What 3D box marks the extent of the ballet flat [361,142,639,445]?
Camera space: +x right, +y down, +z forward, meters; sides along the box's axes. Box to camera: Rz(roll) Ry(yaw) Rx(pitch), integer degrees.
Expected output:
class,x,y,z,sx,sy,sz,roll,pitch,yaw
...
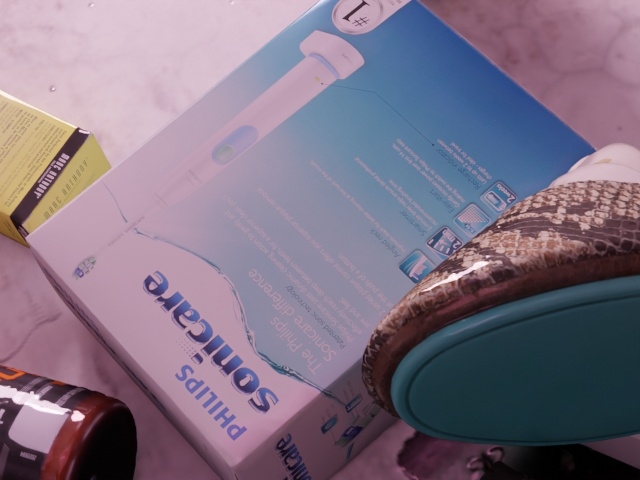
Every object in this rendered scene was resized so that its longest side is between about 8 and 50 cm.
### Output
class,x,y,z,sx,sy,sz,roll,pitch,yaw
ballet flat,0.246,0.021,0.921,0.483,0.164,0.182,0,47,-12

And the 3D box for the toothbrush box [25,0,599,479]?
class,x,y,z,sx,sy,sz,roll,pitch,yaw
toothbrush box,0.000,0.000,1.030,0.295,0.126,0.216,-41,63,-13

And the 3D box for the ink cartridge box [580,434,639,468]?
class,x,y,z,sx,sy,sz,roll,pitch,yaw
ink cartridge box,0.190,0.067,1.000,0.088,0.052,0.122,21,66,20

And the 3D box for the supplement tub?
class,x,y,z,sx,sy,sz,roll,pitch,yaw
supplement tub,-0.223,0.126,1.015,0.198,0.106,0.106,13,65,17

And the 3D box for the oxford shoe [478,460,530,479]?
class,x,y,z,sx,sy,sz,roll,pitch,yaw
oxford shoe,0.084,0.239,0.911,0.096,0.083,0.227,28,71,18

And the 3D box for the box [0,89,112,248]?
class,x,y,z,sx,sy,sz,roll,pitch,yaw
box,-0.269,-0.075,1.161,0.232,0.058,0.087,25,69,21
